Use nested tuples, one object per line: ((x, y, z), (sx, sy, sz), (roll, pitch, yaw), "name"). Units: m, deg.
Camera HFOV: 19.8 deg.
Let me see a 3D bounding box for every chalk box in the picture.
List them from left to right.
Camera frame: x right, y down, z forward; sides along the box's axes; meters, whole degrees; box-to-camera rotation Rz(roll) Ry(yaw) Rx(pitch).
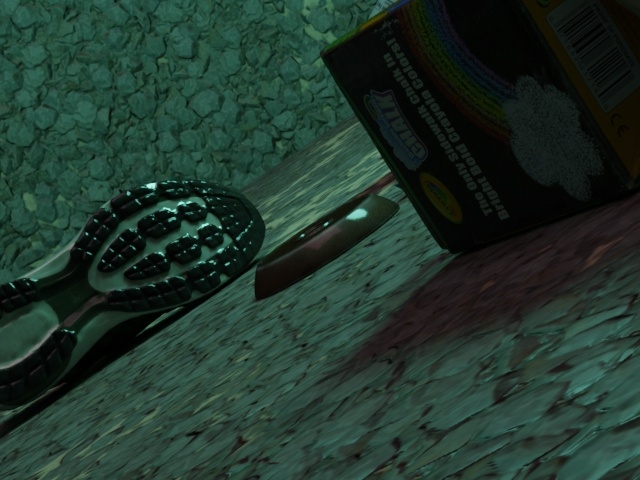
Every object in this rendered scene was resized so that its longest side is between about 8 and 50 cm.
((0.140, -0.119, 1.279), (0.179, 0.180, 0.289), (-36, 8, -29), "chalk box")

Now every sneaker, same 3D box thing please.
((-0.253, 0.067, 2.150), (0.410, 0.158, 0.182), (-29, -13, -12), "sneaker")

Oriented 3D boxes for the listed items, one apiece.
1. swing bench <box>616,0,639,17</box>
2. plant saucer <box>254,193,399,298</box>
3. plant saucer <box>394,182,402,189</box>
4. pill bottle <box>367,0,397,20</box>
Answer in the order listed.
((0.300, -0.243, 1.102), (0.253, 0.165, 0.254), (-35, 31, -31), "swing bench")
((0.000, 0.000, 1.803), (0.168, 0.029, 0.168), (-32, 5, 3), "plant saucer")
((0.147, -0.100, 1.903), (0.067, 0.018, 0.192), (-28, 6, 39), "plant saucer")
((0.152, -0.263, 2.099), (0.283, 0.160, 0.160), (-60, 2, 9), "pill bottle")
